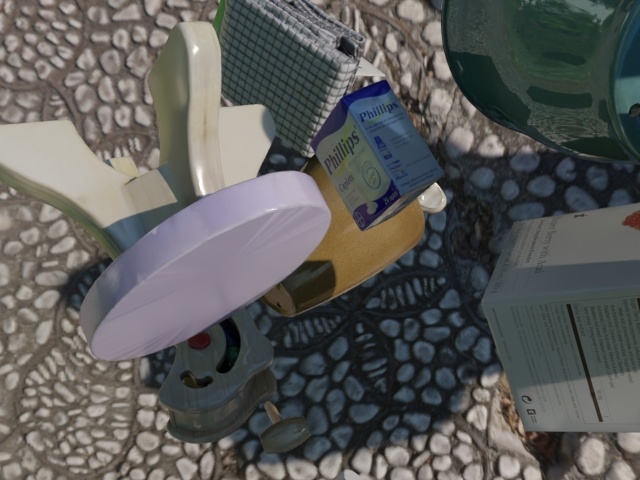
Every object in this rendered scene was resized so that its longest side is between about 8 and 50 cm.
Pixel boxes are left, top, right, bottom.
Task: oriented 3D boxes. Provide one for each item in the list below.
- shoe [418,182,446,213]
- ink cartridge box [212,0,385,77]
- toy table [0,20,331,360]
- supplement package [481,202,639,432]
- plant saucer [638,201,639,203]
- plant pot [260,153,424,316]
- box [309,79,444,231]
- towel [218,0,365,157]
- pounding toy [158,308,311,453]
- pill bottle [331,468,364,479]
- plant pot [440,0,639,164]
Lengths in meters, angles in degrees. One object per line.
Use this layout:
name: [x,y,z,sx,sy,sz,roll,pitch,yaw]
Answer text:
shoe: [0.155,-0.121,1.356,0.219,0.058,0.077,32,90,-7]
ink cartridge box: [-0.054,-0.403,1.526,0.353,0.207,0.119,41,122,26]
toy table: [-0.121,-0.027,0.553,0.274,0.252,0.161,-36,73,37]
supplement package: [0.342,0.070,0.696,0.292,0.177,0.175,-9,114,32]
plant saucer: [0.795,-0.005,1.606,0.037,0.200,0.200,-34,79,8]
plant pot: [0.000,0.000,1.138,0.237,0.237,0.254,41,63,12]
box: [0.064,-0.101,0.848,0.072,0.126,0.137,-26,81,-26]
towel: [-0.059,-0.332,1.304,0.283,0.121,0.235,36,135,14]
pounding toy: [-0.141,0.194,0.915,0.154,0.155,0.269,-21,44,-22]
pill bottle: [-0.041,0.557,1.129,0.363,0.210,0.210,-42,78,2]
plant pot: [0.273,-0.182,0.603,0.271,0.255,0.272,-4,118,-8]
